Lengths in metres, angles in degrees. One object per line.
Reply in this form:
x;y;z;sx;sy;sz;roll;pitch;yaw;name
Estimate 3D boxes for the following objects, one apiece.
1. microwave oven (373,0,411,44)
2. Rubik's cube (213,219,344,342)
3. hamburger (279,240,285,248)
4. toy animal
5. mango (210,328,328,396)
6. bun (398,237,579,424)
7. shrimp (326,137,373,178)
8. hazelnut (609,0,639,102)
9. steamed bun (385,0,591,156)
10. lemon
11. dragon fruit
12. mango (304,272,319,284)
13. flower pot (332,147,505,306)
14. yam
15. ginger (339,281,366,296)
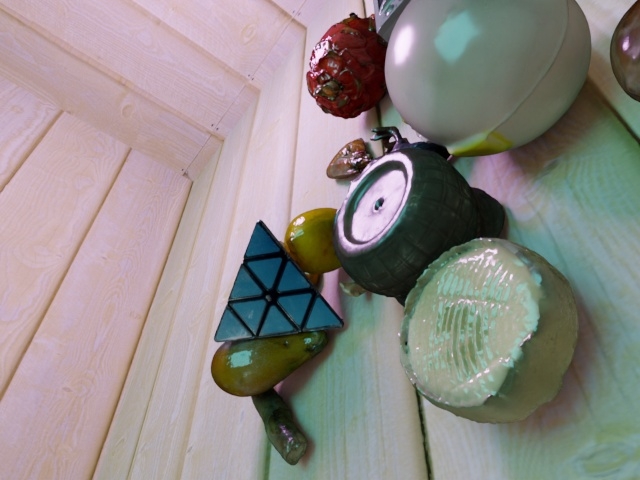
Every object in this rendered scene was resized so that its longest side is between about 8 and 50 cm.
0.266;-0.625;1.295;0.181;0.237;0.295;-40;34;37;microwave oven
-0.105;0.117;1.152;0.233;0.228;0.229;-35;50;43;Rubik's cube
-0.129;0.124;1.390;0.131;0.124;0.262;-43;30;36;hamburger
0.188;-0.179;1.105;0.298;0.122;0.186;-21;50;31;toy animal
-0.126;0.274;1.162;0.316;0.146;0.193;-25;21;16;mango
0.239;0.125;0.671;0.259;0.152;0.259;-42;34;38;bun
0.096;-0.247;1.433;0.154;0.062;0.294;-55;24;-2;shrimp
0.470;-0.242;0.578;0.214;0.176;0.214;-22;32;15;hazelnut
0.284;-0.322;0.859;0.334;0.333;0.374;-53;30;17;steamed bun
0.000;0.000;1.190;0.170;0.207;0.170;20;117;46;lemon
0.098;-0.537;1.483;0.343;0.277;0.277;-52;20;-27;dragon fruit
-0.039;0.089;1.333;0.080;0.060;0.114;-40;28;11;mango
0.165;-0.024;0.893;0.302;0.213;0.302;-42;31;33;flower pot
-0.106;0.412;1.114;0.317;0.067;0.071;23;95;66;yam
0.108;0.013;1.128;0.089;0.075;0.288;-19;44;49;ginger
